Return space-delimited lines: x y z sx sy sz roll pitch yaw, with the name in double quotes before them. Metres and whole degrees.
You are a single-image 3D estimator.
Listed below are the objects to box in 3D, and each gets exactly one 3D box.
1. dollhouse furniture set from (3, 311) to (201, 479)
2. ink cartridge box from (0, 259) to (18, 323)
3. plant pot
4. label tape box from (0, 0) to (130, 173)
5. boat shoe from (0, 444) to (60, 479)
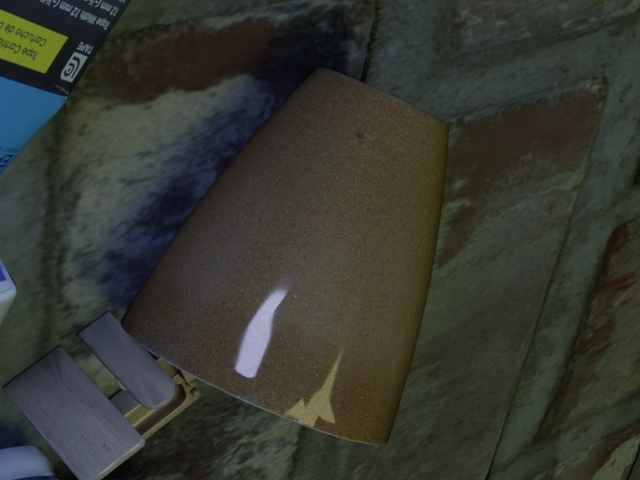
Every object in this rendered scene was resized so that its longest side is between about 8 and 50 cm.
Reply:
"dollhouse furniture set" -0.150 0.156 1.183 0.144 0.123 0.151 -37 144 -17
"ink cartridge box" -0.379 0.129 0.905 0.324 0.071 0.330 -25 169 -32
"plant pot" 0.000 0.000 1.142 0.237 0.237 0.254 22 94 -55
"label tape box" -0.174 -0.210 0.768 0.347 0.115 0.249 -53 163 8
"boat shoe" -0.320 0.266 1.033 0.136 0.156 0.367 -42 159 30
